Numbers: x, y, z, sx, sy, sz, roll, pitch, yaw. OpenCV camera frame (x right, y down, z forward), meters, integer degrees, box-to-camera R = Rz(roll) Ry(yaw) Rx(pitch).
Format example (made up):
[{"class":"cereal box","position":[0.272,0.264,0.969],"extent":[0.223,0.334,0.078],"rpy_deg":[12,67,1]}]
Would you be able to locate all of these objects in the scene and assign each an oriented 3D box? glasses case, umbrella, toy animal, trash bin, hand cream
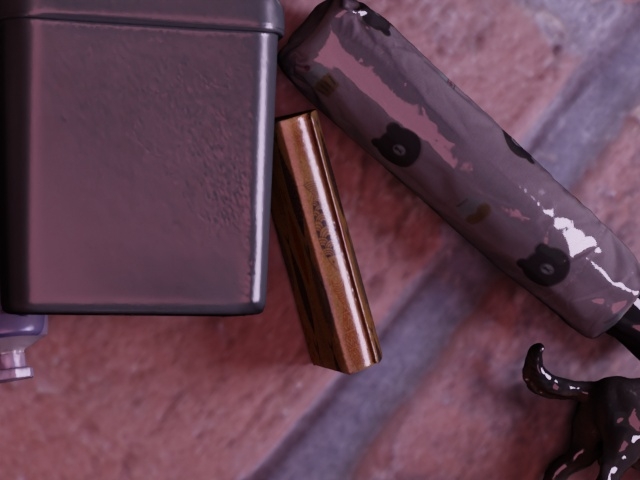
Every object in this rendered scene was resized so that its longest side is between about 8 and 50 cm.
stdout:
[{"class":"glasses case","position":[0.000,0.000,1.024],"extent":[0.041,0.064,0.170],"rpy_deg":[-17,97,-19]},{"class":"umbrella","position":[0.113,-0.033,1.041],"extent":[0.337,0.067,0.073],"rpy_deg":[41,97,-12]},{"class":"toy animal","position":[0.235,0.153,1.081],"extent":[0.233,0.084,0.148],"rpy_deg":[20,73,-5]},{"class":"trash bin","position":[-0.114,-0.071,0.962],"extent":[0.177,0.101,0.236],"rpy_deg":[1,86,-18]},{"class":"hand cream","position":[-0.208,0.021,0.999],"extent":[0.084,0.053,0.142],"rpy_deg":[-8,86,-9]}]
